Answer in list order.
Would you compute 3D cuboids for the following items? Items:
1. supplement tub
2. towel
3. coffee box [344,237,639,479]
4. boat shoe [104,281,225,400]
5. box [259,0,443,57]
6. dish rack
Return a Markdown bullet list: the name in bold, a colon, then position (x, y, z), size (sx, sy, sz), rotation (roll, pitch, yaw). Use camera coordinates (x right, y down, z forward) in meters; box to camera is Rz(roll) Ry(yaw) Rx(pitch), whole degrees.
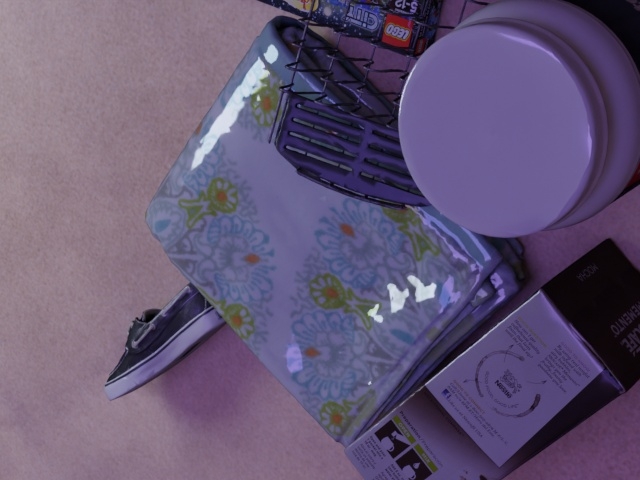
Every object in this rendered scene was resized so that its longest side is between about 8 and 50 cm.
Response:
- **supplement tub**: position (0.204, -0.118, 1.161), size (0.191, 0.272, 0.191), rotation (12, 113, 31)
- **towel**: position (0.000, 0.000, 1.459), size (0.374, 0.090, 0.320), rotation (48, 125, 12)
- **coffee box**: position (0.184, 0.145, 1.331), size (0.119, 0.168, 0.297), rotation (52, 127, 9)
- **boat shoe**: position (-0.188, 0.114, 1.639), size (0.219, 0.078, 0.070), rotation (-38, 83, 29)
- **box**: position (0.020, -0.294, 1.372), size (0.233, 0.044, 0.159), rotation (24, 118, 26)
- **dish rack**: position (0.056, -0.169, 1.293), size (0.208, 0.074, 0.272), rotation (20, 105, 18)
